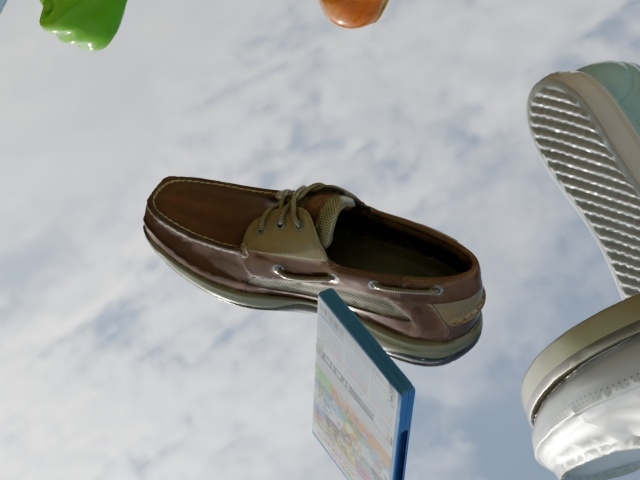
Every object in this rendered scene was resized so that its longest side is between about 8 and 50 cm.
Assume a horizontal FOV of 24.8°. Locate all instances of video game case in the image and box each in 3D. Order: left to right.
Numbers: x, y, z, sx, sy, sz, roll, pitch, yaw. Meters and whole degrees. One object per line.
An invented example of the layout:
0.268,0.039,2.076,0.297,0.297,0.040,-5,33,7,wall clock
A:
0.030,0.133,1.128,0.015,0.166,0.119,-21,-132,-23,video game case

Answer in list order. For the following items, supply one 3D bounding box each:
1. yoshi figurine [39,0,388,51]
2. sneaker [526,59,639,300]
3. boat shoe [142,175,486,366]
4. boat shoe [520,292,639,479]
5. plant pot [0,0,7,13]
-0.131,-0.235,0.980,0.362,0.203,0.203,3,-146,-19,yoshi figurine
0.346,-0.018,1.364,0.150,0.366,0.135,-23,171,-28,sneaker
0.000,0.000,1.312,0.324,0.120,0.122,18,-133,10,boat shoe
0.176,0.056,0.542,0.113,0.103,0.302,-9,162,-26,boat shoe
-0.440,-0.304,1.330,0.248,0.252,0.247,-28,171,-37,plant pot
